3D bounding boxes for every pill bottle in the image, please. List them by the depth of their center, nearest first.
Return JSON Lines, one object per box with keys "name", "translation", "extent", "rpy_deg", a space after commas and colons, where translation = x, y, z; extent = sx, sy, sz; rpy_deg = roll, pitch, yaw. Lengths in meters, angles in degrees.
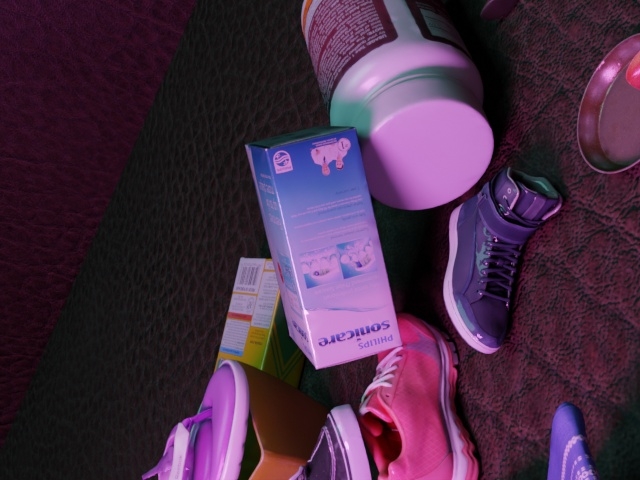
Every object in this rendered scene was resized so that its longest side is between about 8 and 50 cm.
{"name": "pill bottle", "translation": [0.109, -0.240, 1.507], "extent": [0.224, 0.224, 0.392], "rpy_deg": [-55, 32, 33]}

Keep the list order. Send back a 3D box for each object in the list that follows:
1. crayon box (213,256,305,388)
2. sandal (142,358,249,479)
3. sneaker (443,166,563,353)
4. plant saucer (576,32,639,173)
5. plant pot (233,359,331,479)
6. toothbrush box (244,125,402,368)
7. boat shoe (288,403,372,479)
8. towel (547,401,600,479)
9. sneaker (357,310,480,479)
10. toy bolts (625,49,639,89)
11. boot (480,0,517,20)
{"name": "crayon box", "translation": [-0.106, 0.195, 1.827], "extent": [0.203, 0.083, 0.323], "rpy_deg": [0, 74, 62]}
{"name": "sandal", "translation": [-0.207, 0.368, 1.484], "extent": [0.169, 0.102, 0.416], "rpy_deg": [33, 104, 62]}
{"name": "sneaker", "translation": [0.229, 0.014, 1.284], "extent": [0.163, 0.086, 0.226], "rpy_deg": [-43, 38, 49]}
{"name": "plant saucer", "translation": [0.361, -0.155, 1.185], "extent": [0.168, 0.029, 0.168], "rpy_deg": [-44, 38, 49]}
{"name": "plant pot", "translation": [-0.072, 0.341, 1.563], "extent": [0.212, 0.187, 0.212], "rpy_deg": [-60, 30, 24]}
{"name": "toothbrush box", "translation": [0.000, 0.000, 1.400], "extent": [0.216, 0.126, 0.295], "rpy_deg": [-146, 42, -76]}
{"name": "boat shoe", "translation": [0.004, 0.349, 1.372], "extent": [0.113, 0.105, 0.306], "rpy_deg": [-113, 20, -49]}
{"name": "towel", "translation": [0.271, 0.342, 0.932], "extent": [0.243, 0.040, 0.336], "rpy_deg": [79, 179, -46]}
{"name": "sneaker", "translation": [0.109, 0.205, 1.352], "extent": [0.116, 0.136, 0.314], "rpy_deg": [-53, 33, 33]}
{"name": "toy bolts", "translation": [0.439, -0.182, 1.000], "extent": [0.228, 0.158, 0.218], "rpy_deg": [-38, 83, 35]}
{"name": "boot", "translation": [0.261, -0.389, 1.505], "extent": [0.106, 0.037, 0.114], "rpy_deg": [-42, 42, 26]}
